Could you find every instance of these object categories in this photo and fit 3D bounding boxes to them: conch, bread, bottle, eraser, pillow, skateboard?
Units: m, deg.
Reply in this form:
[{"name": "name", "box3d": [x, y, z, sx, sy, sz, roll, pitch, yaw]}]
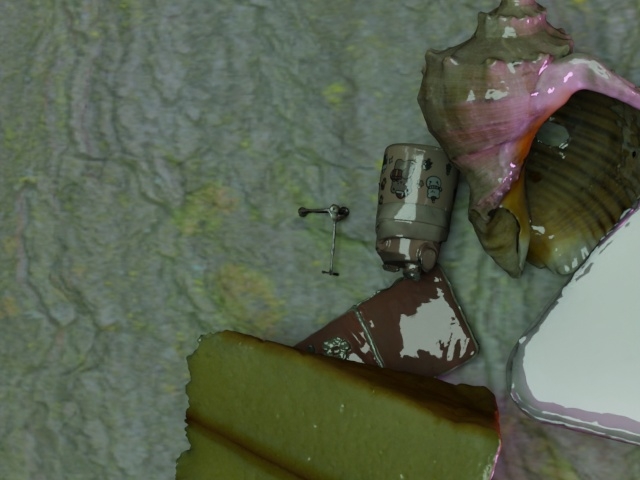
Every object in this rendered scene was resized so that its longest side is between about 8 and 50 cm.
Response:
[{"name": "conch", "box3d": [0.244, -0.123, 1.596, 0.263, 0.324, 0.186, 7, 43, 21]}, {"name": "bread", "box3d": [-0.004, 0.246, 1.580, 0.361, 0.245, 0.233, 14, 97, 6]}, {"name": "bottle", "box3d": [0.105, -0.029, 1.676, 0.099, 0.099, 0.152, 7, 84, 20]}, {"name": "eraser", "box3d": [0.348, 0.108, 1.554, 0.331, 0.150, 0.331, -2, 85, 16]}, {"name": "pillow", "box3d": [0.065, 0.130, 1.704, 0.232, 0.043, 0.126, -32, 76, 13]}, {"name": "skateboard", "box3d": [0.000, 0.000, 1.748, 0.064, 0.032, 0.083, -1, 83, 29]}]
